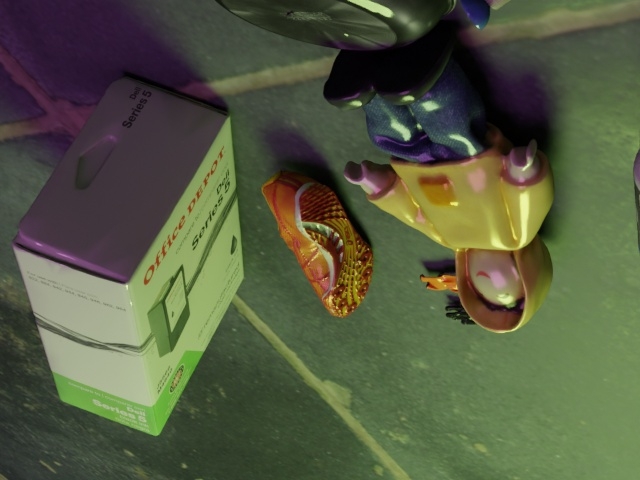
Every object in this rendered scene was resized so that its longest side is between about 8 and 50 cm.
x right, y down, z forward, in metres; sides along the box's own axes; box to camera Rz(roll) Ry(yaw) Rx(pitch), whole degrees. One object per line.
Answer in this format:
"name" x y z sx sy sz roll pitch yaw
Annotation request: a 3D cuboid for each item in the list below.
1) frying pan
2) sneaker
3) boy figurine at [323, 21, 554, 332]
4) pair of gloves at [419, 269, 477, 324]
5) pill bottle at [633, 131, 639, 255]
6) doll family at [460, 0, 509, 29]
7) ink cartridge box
"frying pan" -0.023 -0.192 1.111 0.197 0.053 0.326 11 172 20
"sneaker" 0.000 0.000 1.503 0.067 0.064 0.175 29 151 41
"boy figurine" 0.102 -0.042 1.314 0.177 0.092 0.285 1 137 34
"pair of gloves" 0.136 0.052 1.505 0.074 0.010 0.083 1 143 36
"pill bottle" 0.265 -0.035 1.203 0.078 0.078 0.137 14 147 23
"doll family" 0.099 -0.261 0.945 0.163 0.118 0.263 -29 123 22
"ink cartridge box" -0.164 0.019 1.508 0.114 0.198 0.273 20 149 13
